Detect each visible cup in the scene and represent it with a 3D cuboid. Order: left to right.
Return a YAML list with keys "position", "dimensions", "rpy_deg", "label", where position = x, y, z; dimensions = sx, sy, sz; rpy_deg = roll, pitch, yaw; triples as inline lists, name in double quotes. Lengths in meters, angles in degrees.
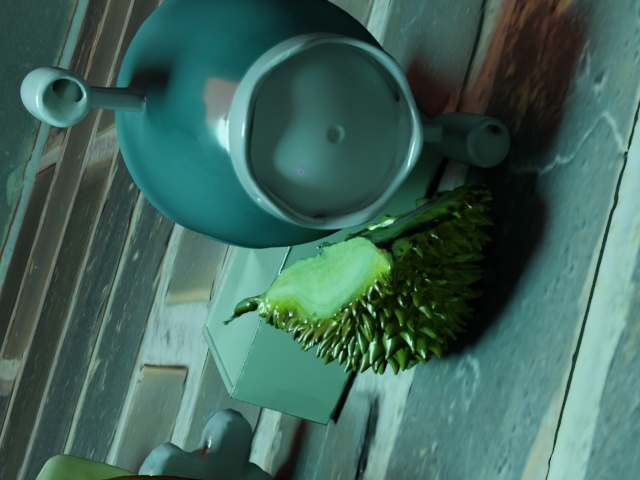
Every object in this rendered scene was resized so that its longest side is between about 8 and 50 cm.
- position: [-0.024, -0.073, 0.960]
  dimensions: [0.173, 0.299, 0.168]
  rpy_deg: [-159, 74, -66]
  label: "cup"

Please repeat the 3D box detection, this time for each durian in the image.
- position: [0.041, 0.031, 1.001]
  dimensions: [0.220, 0.137, 0.096]
  rpy_deg: [-11, 101, 61]
  label: "durian"

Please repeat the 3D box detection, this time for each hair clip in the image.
- position: [-0.102, 0.246, 1.160]
  dimensions: [0.075, 0.146, 0.257]
  rpy_deg: [2, 74, 29]
  label: "hair clip"

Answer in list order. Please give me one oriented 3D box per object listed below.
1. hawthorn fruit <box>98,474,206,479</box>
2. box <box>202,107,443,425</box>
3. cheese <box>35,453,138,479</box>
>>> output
- position: [-0.115, 0.268, 0.955]
  dimensions: [0.284, 0.284, 0.284]
  rpy_deg: [-162, 90, -72]
  label: "hawthorn fruit"
- position: [0.000, 0.000, 1.164]
  dimensions: [0.129, 0.086, 0.225]
  rpy_deg: [-124, 54, -67]
  label: "box"
- position: [-0.249, 0.370, 1.492]
  dimensions: [0.266, 0.123, 0.242]
  rpy_deg: [-65, 22, 23]
  label: "cheese"
